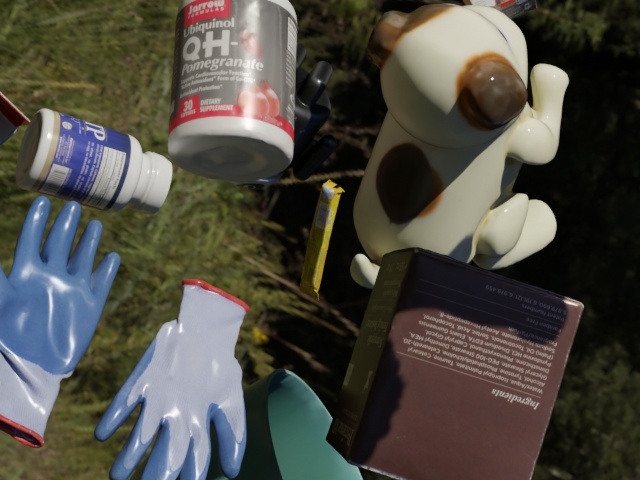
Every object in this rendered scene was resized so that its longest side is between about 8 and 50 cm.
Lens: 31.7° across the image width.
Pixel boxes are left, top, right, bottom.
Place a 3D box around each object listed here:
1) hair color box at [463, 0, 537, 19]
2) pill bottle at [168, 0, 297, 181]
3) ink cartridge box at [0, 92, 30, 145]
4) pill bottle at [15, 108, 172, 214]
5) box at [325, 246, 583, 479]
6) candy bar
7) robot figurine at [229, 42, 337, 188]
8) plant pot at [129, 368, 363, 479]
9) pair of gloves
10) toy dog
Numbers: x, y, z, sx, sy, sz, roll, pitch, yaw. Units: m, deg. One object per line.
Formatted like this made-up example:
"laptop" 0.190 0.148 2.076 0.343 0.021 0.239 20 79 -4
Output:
"hair color box" 0.247 -0.403 1.691 0.093 0.167 0.053 -25 152 3
"pill bottle" -0.122 -0.260 1.612 0.176 0.176 0.318 35 51 -58
"ink cartridge box" -0.594 -0.264 1.748 0.066 0.261 0.296 -47 109 -11
"pill bottle" -0.301 -0.098 1.509 0.187 0.112 0.112 17 99 -29
"box" 0.121 0.128 1.067 0.168 0.167 0.203 156 -47 -82
"candy bar" 0.000 0.000 1.494 0.018 0.040 0.161 1 108 -40
"robot figurine" -0.093 -0.217 2.011 0.174 0.209 0.278 -3 141 -49
"plant pot" -0.092 0.328 1.295 0.235 0.293 0.293 -26 148 12
"pair of gloves" -0.123 0.064 0.658 0.198 0.023 0.159 30 47 -23
"toy dog" 0.167 -0.155 1.587 0.395 0.284 0.407 -30 145 -25
